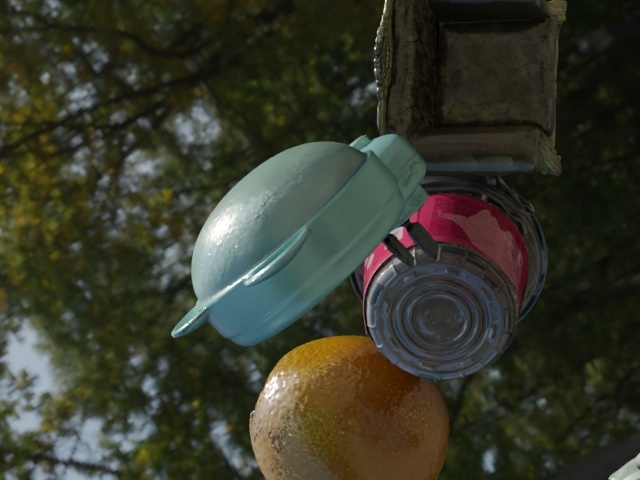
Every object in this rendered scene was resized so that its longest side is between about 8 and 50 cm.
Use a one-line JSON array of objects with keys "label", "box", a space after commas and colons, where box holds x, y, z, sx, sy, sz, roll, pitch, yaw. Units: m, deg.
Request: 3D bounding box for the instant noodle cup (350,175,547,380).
[{"label": "instant noodle cup", "box": [0.151, 0.058, 1.595, 0.181, 0.258, 0.302, -70, -22, -64]}]

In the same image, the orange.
[{"label": "orange", "box": [0.039, 0.261, 1.755, 0.274, 0.274, 0.274, 45, -154, -30]}]

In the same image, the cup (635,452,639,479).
[{"label": "cup", "box": [0.264, -0.023, 0.541, 0.253, 0.253, 0.273, 21, -110, -56]}]

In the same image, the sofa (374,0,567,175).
[{"label": "sofa", "box": [0.180, -0.198, 1.502, 0.182, 0.200, 0.258, 35, -122, -71]}]

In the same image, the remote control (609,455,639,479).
[{"label": "remote control", "box": [0.373, 0.223, 1.125, 0.052, 0.247, 0.104, -85, -13, -55]}]

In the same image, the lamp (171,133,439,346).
[{"label": "lamp", "box": [-0.007, -0.010, 1.161, 0.284, 0.209, 0.147, -22, -96, -44]}]
